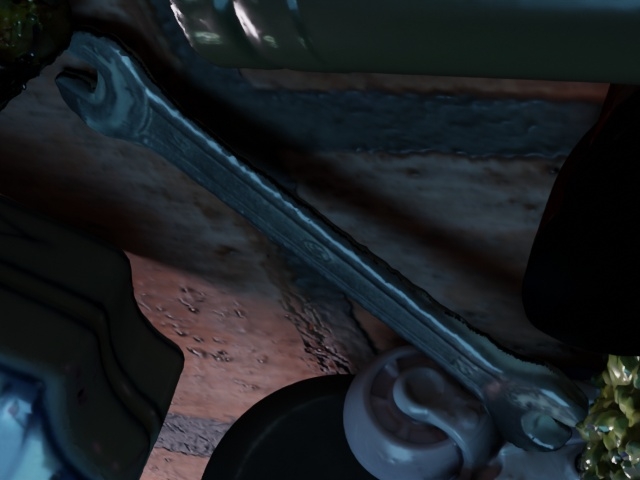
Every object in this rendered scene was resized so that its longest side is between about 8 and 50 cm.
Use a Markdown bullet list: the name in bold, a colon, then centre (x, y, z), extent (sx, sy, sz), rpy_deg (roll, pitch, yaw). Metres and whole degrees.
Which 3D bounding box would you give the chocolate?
- **chocolate**: centre (0.145, -0.025, 0.525), extent (0.125, 0.080, 0.149), rpy_deg (11, 141, -3)

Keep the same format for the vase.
- **vase**: centre (-0.016, 0.210, 0.900), extent (0.173, 0.173, 0.321), rpy_deg (25, 153, -4)

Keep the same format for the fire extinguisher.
- **fire extinguisher**: centre (0.102, -0.090, 0.424), extent (0.311, 0.114, 0.095), rpy_deg (5, 110, 24)

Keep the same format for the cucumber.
- **cucumber**: centre (-0.162, -0.077, 0.663), extent (0.053, 0.053, 0.181), rpy_deg (35, 148, -19)

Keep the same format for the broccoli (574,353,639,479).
- **broccoli**: centre (0.212, 0.096, 0.583), extent (0.198, 0.226, 0.176), rpy_deg (13, 136, -31)

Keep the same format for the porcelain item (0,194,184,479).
- **porcelain item**: centre (-0.242, 0.107, 0.786), extent (0.286, 0.157, 0.281), rpy_deg (26, 119, -4)

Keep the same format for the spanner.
- **spanner**: centre (0.000, 0.000, 0.661), extent (0.302, 0.017, 0.071), rpy_deg (37, 148, -2)

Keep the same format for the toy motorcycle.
- **toy motorcycle**: centre (0.130, 0.128, 0.729), extent (0.254, 0.112, 0.112), rpy_deg (18, 148, 5)
